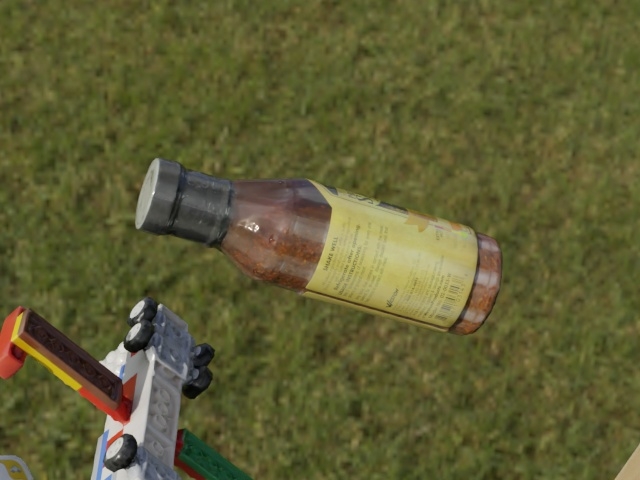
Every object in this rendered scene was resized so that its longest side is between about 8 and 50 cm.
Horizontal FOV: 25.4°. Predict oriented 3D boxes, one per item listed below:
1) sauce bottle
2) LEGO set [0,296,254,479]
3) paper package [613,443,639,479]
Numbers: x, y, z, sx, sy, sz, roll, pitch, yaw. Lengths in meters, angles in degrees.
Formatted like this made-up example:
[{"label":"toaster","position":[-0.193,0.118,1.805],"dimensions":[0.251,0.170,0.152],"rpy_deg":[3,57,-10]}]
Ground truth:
[{"label":"sauce bottle","position":[0.000,0.000,0.497],"dimensions":[0.128,0.042,0.042],"rpy_deg":[17,30,-18]},{"label":"LEGO set","position":[-0.062,0.096,0.427],"dimensions":[0.244,0.060,0.182],"rpy_deg":[10,44,-59]},{"label":"paper package","position":[0.323,0.225,0.864],"dimensions":[0.168,0.325,0.309],"rpy_deg":[15,22,-38]}]
